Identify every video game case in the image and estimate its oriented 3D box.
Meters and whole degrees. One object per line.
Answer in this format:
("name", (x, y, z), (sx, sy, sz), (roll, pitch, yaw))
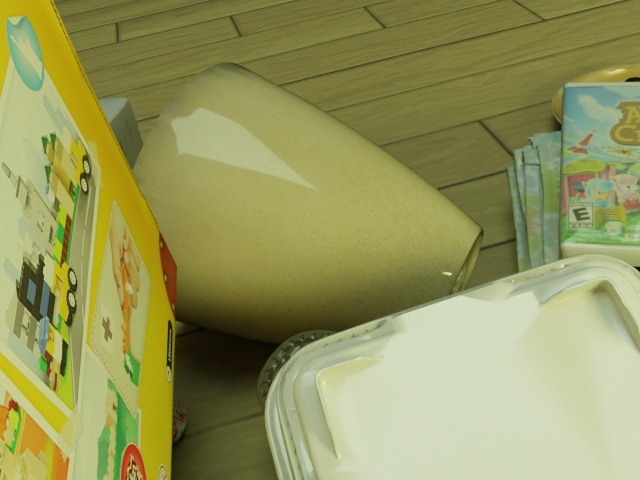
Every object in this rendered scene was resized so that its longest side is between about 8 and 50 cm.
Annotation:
("video game case", (0.301, -0.058, 0.616), (0.212, 0.023, 0.193), (2, 51, 16))

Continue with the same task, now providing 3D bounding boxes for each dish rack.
("dish rack", (0.124, 0.165, 0.442), (0.285, 0.072, 0.333), (-19, 58, 0))

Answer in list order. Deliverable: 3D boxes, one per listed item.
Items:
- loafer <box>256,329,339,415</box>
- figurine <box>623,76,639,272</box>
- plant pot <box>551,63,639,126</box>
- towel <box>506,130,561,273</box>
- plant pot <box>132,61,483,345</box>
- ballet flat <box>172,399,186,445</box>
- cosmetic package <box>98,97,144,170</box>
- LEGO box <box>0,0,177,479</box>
("loafer", (0.062, 0.159, 0.568), (0.268, 0.092, 0.102), (29, 66, 35))
("figurine", (0.361, -0.046, 0.659), (0.215, 0.092, 0.209), (0, 47, 15))
("plant pot", (0.419, -0.166, 0.998), (0.236, 0.032, 0.236), (-7, 34, 5))
("towel", (0.371, 0.000, 0.729), (0.374, 0.090, 0.320), (-2, 38, 13))
("plant pot", (0.000, 0.000, 0.725), (0.274, 0.256, 0.256), (22, 44, 15))
("ballet flat", (-0.238, 0.141, 0.700), (0.241, 0.077, 0.091), (3, 35, 19))
("cosmetic package", (-0.455, -0.039, 0.944), (0.453, 0.161, 0.230), (-1, 36, 14))
("LEGO box", (-0.211, 0.115, 0.356), (0.193, 0.372, 0.500), (-9, 51, 3))
